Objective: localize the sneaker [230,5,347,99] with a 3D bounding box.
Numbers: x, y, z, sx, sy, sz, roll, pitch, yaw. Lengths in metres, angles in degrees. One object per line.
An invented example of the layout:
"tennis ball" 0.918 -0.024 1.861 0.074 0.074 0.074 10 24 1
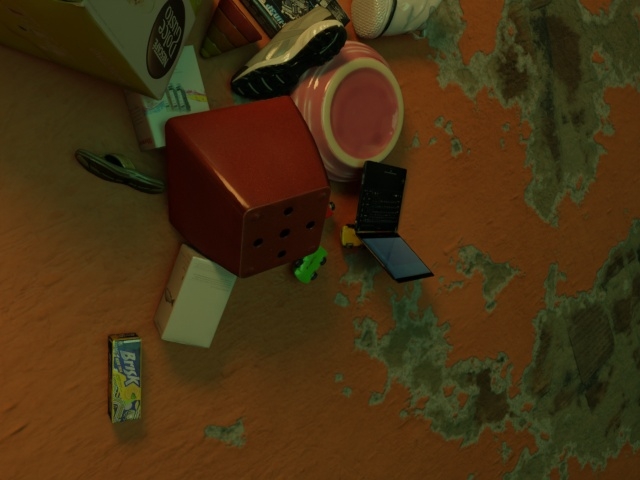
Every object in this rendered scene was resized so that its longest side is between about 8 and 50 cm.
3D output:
"sneaker" -0.076 -0.400 1.182 0.272 0.108 0.100 -30 152 11

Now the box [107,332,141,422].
"box" -0.397 0.276 1.113 0.059 0.054 0.168 -1 94 -31

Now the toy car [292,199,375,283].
"toy car" 0.000 0.000 1.324 0.239 0.053 0.225 41 74 -26

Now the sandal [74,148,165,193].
"sandal" -0.388 -0.141 1.075 0.180 0.072 0.049 20 69 -32

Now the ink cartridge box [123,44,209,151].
"ink cartridge box" -0.302 -0.273 1.075 0.127 0.128 0.176 -19 105 -28

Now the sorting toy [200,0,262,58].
"sorting toy" -0.284 -0.509 1.100 0.126 0.127 0.365 -41 114 11

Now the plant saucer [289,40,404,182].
"plant saucer" 0.081 -0.300 1.298 0.332 0.084 0.332 -10 107 -35

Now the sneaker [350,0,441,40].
"sneaker" 0.188 -0.669 1.331 0.210 0.137 0.365 -4 101 -32

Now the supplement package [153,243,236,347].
"supplement package" -0.258 0.113 1.133 0.105 0.105 0.179 19 96 -30

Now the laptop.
"laptop" 0.196 -0.047 1.338 0.234 0.137 0.264 -2 102 -58

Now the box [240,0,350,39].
"box" -0.057 -0.526 1.242 0.220 0.051 0.175 46 72 -26

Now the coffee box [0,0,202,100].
"coffee box" -0.375 -0.463 0.822 0.338 0.337 0.334 21 84 2

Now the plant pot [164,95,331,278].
"plant pot" -0.127 -0.087 1.068 0.267 0.235 0.267 -19 142 -28
